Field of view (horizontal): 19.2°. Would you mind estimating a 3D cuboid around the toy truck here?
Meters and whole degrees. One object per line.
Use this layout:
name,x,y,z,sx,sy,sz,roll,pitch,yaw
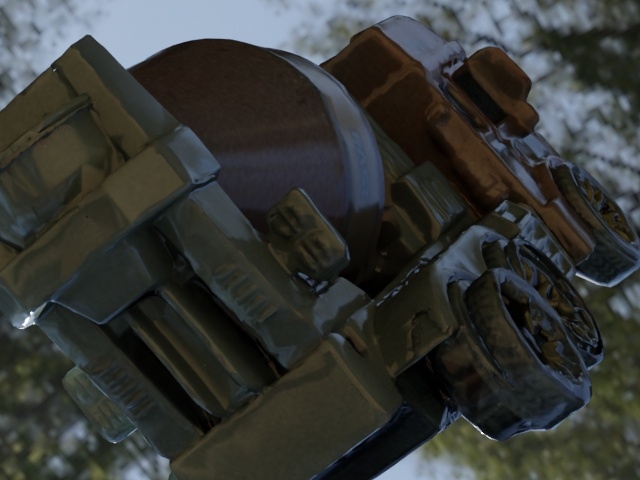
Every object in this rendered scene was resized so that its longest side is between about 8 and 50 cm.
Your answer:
toy truck,0.000,0.000,0.527,0.108,0.140,0.257,-39,180,20
